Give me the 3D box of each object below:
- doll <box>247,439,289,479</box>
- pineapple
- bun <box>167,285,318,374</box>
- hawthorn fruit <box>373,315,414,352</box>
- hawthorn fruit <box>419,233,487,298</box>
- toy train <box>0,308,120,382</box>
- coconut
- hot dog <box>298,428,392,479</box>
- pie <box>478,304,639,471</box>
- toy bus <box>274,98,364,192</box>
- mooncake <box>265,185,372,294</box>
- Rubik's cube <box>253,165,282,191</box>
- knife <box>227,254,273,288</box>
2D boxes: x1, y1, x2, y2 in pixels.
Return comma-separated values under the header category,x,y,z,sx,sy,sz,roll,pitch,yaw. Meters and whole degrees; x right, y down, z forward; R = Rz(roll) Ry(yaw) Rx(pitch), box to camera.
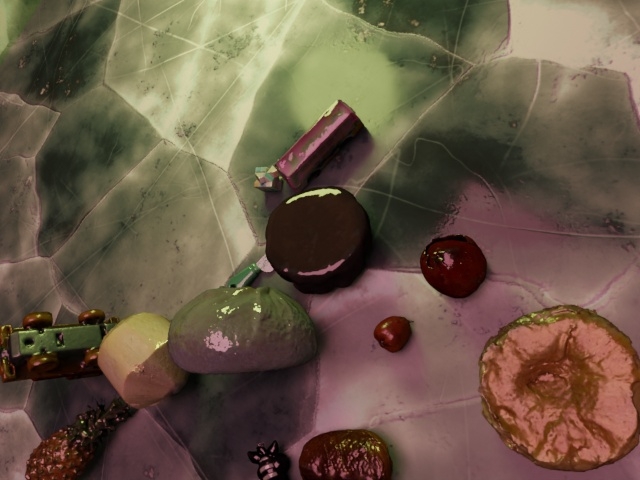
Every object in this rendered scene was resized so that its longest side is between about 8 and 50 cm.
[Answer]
category,x,y,z,sx,sy,sz,roll,pitch,yaw
doll,-0.103,0.598,1.208,0.091,0.067,0.219,-30,71,11
pineapple,-0.691,0.572,1.442,0.340,0.169,0.169,-45,62,4
bun,-0.184,0.217,1.202,0.362,0.362,0.211,-4,77,24
hawthorn fruit,0.179,0.218,1.183,0.093,0.081,0.081,-38,59,-22
hawthorn fruit,0.292,0.054,1.119,0.148,0.172,0.148,-15,69,46
toy train,-0.738,0.322,1.450,0.231,0.369,0.163,-46,56,38
coconut,-0.464,0.335,1.361,0.244,0.239,0.239,29,89,29
hot dog,0.060,0.518,1.134,0.227,0.099,0.160,-4,74,25
pie,0.488,0.297,1.007,0.340,0.083,0.339,-6,74,21
toy bus,-0.008,-0.265,1.387,0.274,0.112,0.090,-46,70,7
mooncake,0.000,0.000,1.287,0.283,0.141,0.283,-7,66,16
Rubik's cube,-0.153,-0.185,1.447,0.075,0.084,0.073,4,81,9
knife,-0.161,0.067,1.407,0.260,0.034,0.063,-42,67,5
